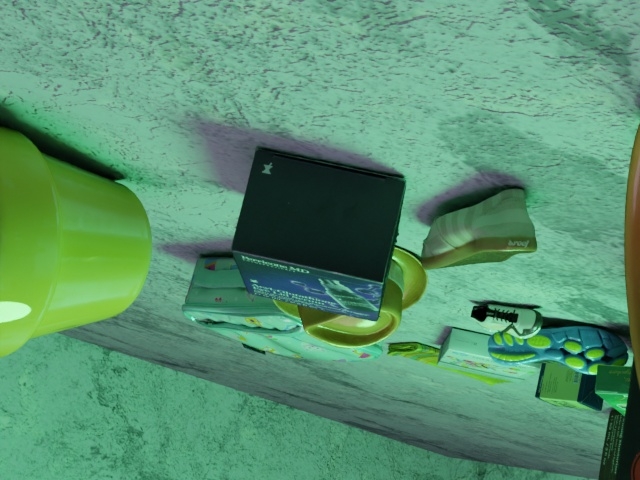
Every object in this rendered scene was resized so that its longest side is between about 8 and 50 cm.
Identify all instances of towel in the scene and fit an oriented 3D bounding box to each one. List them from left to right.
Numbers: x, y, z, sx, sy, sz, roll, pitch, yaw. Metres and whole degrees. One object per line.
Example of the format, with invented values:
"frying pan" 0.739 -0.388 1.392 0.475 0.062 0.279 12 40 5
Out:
"towel" 0.242 0.223 1.981 0.237 0.021 0.102 19 166 -24

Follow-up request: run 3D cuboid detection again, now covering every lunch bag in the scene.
"lunch bag" -0.057 0.096 1.564 0.224 0.108 0.279 23 163 -37

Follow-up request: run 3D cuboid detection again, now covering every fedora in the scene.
"fedora" 0.037 0.077 1.343 0.194 0.079 0.194 -2 144 -2

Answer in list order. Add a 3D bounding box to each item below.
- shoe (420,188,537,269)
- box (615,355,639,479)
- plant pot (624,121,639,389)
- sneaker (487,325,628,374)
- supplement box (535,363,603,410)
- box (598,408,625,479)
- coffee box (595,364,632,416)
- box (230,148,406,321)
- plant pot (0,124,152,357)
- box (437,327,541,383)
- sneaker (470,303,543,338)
"shoe" 0.155 -0.007 1.096 0.077 0.058 0.219 -4 175 -16
"box" 0.499 0.224 1.147 0.343 0.312 0.179 4 163 30
"plant pot" 0.326 0.036 0.687 0.203 0.291 0.291 -4 165 2
"sneaker" 0.326 0.141 1.519 0.188 0.067 0.078 1 -169 20
"supplement box" 0.377 0.205 1.655 0.056 0.083 0.083 26 162 -39
"box" 0.632 0.401 2.023 0.167 0.168 0.203 15 166 -6
"coffee box" 0.445 0.208 1.482 0.113 0.040 0.184 0 161 31
"box" 0.000 0.000 1.134 0.153 0.108 0.207 12 167 5
"plant pot" -0.327 0.005 1.215 0.254 0.254 0.239 1 178 39
"box" 0.269 0.187 1.778 0.145 0.038 0.186 12 165 3
"sneaker" 0.245 0.105 1.470 0.044 0.040 0.109 27 160 -39
